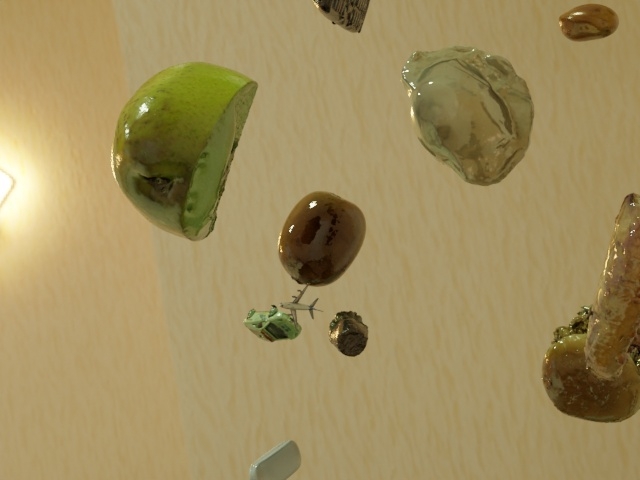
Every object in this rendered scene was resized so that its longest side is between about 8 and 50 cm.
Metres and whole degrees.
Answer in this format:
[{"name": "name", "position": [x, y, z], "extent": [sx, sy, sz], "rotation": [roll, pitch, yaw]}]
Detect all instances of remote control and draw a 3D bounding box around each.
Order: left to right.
[{"name": "remote control", "position": [0.048, -0.505, 1.732], "extent": [0.062, 0.145, 0.399], "rotation": [18, 10, 8]}]

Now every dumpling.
[{"name": "dumpling", "position": [0.243, -0.211, 1.386], "extent": [0.193, 0.258, 0.147], "rotation": [-23, -14, -1]}]

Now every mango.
[{"name": "mango", "position": [0.471, -0.381, 1.501], "extent": [0.080, 0.060, 0.114], "rotation": [-24, 21, -15]}]

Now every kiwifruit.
[{"name": "kiwifruit", "position": [0.000, 0.000, 2.057], "extent": [0.196, 0.234, 0.196], "rotation": [26, -2, 1]}]

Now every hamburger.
[{"name": "hamburger", "position": [0.402, 0.174, 1.219], "extent": [0.131, 0.159, 0.185], "rotation": [-26, -29, -47]}]

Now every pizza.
[{"name": "pizza", "position": [0.358, 0.057, 0.962], "extent": [0.085, 0.305, 0.161], "rotation": [20, 54, 23]}]

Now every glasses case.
[{"name": "glasses case", "position": [-0.096, 0.489, 1.859], "extent": [0.045, 0.067, 0.178], "rotation": [-17, 1, 29]}]

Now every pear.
[{"name": "pear", "position": [-0.278, -0.168, 1.595], "extent": [0.238, 0.342, 0.318], "rotation": [20, 13, 4]}]

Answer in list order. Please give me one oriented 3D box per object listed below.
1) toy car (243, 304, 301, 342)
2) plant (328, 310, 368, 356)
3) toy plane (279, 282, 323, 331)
[{"name": "toy car", "position": [-0.115, 0.199, 1.975], "extent": [0.186, 0.093, 0.058], "rotation": [-12, 38, 57]}, {"name": "plant", "position": [0.068, 0.217, 1.978], "extent": [0.094, 0.092, 0.143], "rotation": [25, 8, -11]}, {"name": "toy plane", "position": [-0.034, 0.102, 1.314], "extent": [0.084, 0.078, 0.024], "rotation": [11, 5, -40]}]
